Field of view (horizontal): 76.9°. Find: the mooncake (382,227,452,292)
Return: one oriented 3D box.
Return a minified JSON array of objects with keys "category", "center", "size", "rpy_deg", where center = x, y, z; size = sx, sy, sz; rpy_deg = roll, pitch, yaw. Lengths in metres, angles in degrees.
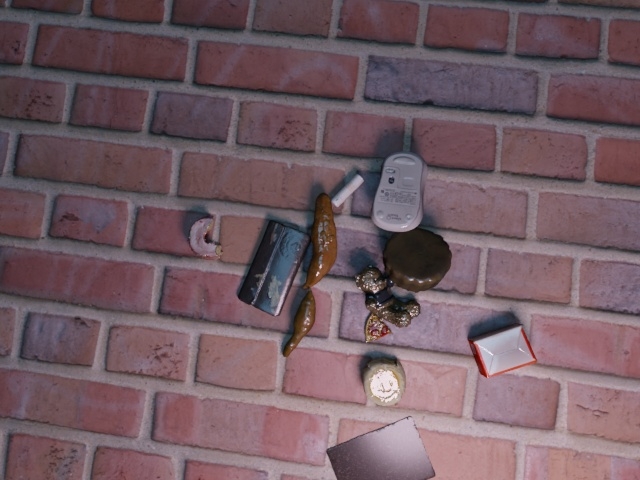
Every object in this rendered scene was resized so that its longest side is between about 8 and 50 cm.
[{"category":"mooncake","center":[0.323,0.068,1.376],"size":[0.228,0.124,0.228],"rpy_deg":[-1,58,2]}]

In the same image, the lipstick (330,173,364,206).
[{"category":"lipstick","center":[0.097,-0.182,1.477],"size":[0.040,0.040,0.141],"rpy_deg":[45,89,5]}]

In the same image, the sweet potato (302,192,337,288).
[{"category":"sweet potato","center":[0.013,0.005,1.439],"size":[0.106,0.095,0.355],"rpy_deg":[8,86,21]}]

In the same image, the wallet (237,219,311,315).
[{"category":"wallet","center":[-0.167,0.099,1.463],"size":[0.170,0.044,0.321],"rpy_deg":[23,87,2]}]

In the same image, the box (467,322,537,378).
[{"category":"box","center":[0.618,0.375,1.379],"size":[0.182,0.099,0.133],"rpy_deg":[-21,82,2]}]

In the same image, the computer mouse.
[{"category":"computer mouse","center":[0.277,-0.167,1.421],"size":[0.184,0.121,0.297],"rpy_deg":[5,78,12]}]

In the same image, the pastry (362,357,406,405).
[{"category":"pastry","center":[0.221,0.487,1.392],"size":[0.165,0.088,0.166],"rpy_deg":[0,88,1]}]

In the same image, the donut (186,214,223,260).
[{"category":"donut","center":[-0.427,-0.002,1.473],"size":[0.116,0.065,0.166],"rpy_deg":[-9,84,0]}]

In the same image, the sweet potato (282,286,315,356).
[{"category":"sweet potato","center":[-0.064,0.300,1.428],"size":[0.074,0.075,0.270],"rpy_deg":[22,95,4]}]

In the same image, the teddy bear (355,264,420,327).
[{"category":"teddy bear","center":[0.217,0.204,1.401],"size":[0.251,0.182,0.129],"rpy_deg":[50,125,4]}]

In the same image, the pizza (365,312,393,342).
[{"category":"pizza","center":[0.196,0.304,1.437],"size":[0.100,0.029,0.099],"rpy_deg":[-18,84,1]}]

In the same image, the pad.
[{"category":"pad","center":[0.210,0.776,1.408],"size":[0.330,0.004,0.220],"rpy_deg":[-21,85,1]}]
